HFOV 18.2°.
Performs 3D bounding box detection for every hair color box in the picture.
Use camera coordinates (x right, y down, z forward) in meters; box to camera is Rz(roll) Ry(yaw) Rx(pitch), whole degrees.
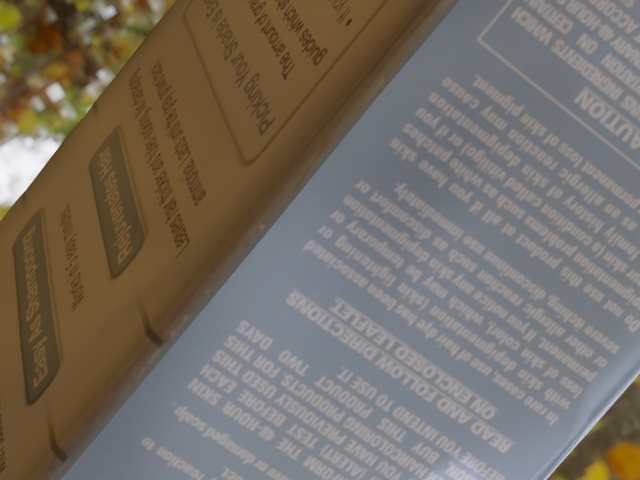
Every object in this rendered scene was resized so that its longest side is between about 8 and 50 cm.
[{"bbox_3d":[0.000,0.000,0.570,0.374,0.113,0.185,-50,-158,11],"label":"hair color box"}]
